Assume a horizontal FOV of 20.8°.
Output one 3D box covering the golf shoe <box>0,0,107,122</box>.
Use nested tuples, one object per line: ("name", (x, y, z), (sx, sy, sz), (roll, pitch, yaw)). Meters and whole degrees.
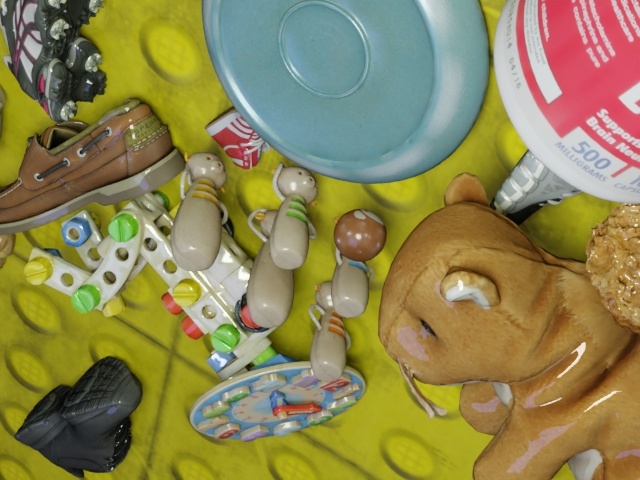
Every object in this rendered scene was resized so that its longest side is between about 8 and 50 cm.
("golf shoe", (-0.298, -0.251, 1.877), (0.120, 0.105, 0.273), (34, 138, 20))

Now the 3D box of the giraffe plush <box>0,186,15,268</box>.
("giraffe plush", (-0.514, -0.003, 2.199), (0.210, 0.170, 0.181), (19, 134, 25))

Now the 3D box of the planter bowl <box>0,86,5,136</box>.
("planter bowl", (-0.437, -0.151, 2.044), (0.162, 0.162, 0.109), (43, 112, 0))

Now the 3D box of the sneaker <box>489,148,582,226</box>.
("sneaker", (0.252, -0.053, 1.629), (0.132, 0.086, 0.228), (37, 138, 3))

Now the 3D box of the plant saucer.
("plant saucer", (0.011, -0.191, 1.694), (0.318, 0.044, 0.317), (16, 125, 24))

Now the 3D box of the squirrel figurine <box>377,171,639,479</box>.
("squirrel figurine", (0.260, 0.075, 1.578), (0.370, 0.281, 0.397), (41, 123, -15))

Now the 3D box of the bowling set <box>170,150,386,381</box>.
("bowling set", (0.000, 0.000, 1.835), (0.200, 0.154, 0.287), (-25, 128, 29))

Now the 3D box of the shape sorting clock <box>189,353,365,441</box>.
("shape sorting clock", (-0.048, 0.188, 2.003), (0.206, 0.206, 0.040), (-54, 45, 49))

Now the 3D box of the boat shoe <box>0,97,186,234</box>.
("boat shoe", (-0.288, -0.090, 2.010), (0.307, 0.111, 0.104), (-17, 108, 35))

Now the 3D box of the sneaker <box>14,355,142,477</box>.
("sneaker", (-0.292, 0.241, 2.300), (0.130, 0.109, 0.286), (44, 149, -12))

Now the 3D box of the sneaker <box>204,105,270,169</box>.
("sneaker", (-0.068, -0.117, 1.854), (0.118, 0.042, 0.067), (-23, 107, 51))

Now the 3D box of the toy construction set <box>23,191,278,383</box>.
("toy construction set", (-0.159, 0.073, 2.000), (0.215, 0.151, 0.328), (-40, 107, 22))

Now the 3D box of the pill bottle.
("pill bottle", (0.317, -0.195, 1.297), (0.229, 0.229, 0.408), (45, 150, -3))
